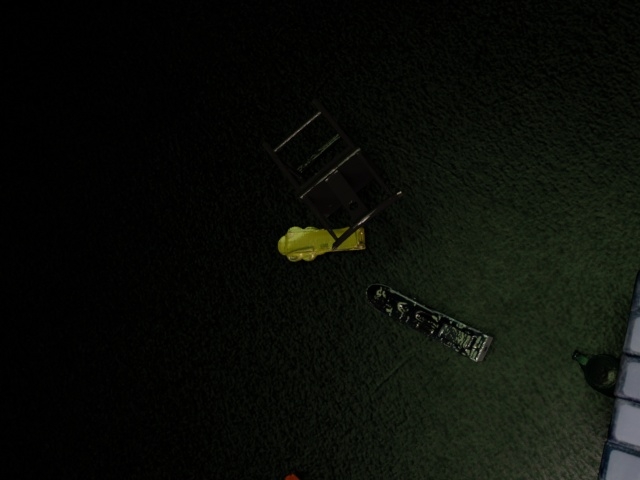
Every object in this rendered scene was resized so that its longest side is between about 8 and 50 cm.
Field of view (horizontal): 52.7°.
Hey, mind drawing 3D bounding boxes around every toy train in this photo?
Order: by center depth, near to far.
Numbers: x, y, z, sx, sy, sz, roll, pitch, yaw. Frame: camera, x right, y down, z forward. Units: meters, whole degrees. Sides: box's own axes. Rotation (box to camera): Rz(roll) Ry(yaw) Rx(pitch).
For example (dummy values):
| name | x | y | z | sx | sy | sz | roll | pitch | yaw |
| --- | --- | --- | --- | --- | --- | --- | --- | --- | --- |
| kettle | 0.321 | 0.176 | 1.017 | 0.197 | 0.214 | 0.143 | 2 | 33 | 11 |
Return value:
| name | x | y | z | sx | sy | sz | roll | pitch | yaw |
| --- | --- | --- | --- | --- | --- | --- | --- | --- | --- |
| toy train | 0.185 | 0.138 | 1.142 | 0.234 | 0.051 | 0.052 | 25 | 91 | 28 |

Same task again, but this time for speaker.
| name | x | y | z | sx | sy | sz | roll | pitch | yaw |
| --- | --- | --- | --- | --- | --- | --- | --- | --- | --- |
| speaker | 0.436 | 0.209 | 1.012 | 0.095 | 0.075 | 0.060 | 5 | 73 | 48 |

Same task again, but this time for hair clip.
| name | x | y | z | sx | sy | sz | roll | pitch | yaw |
| --- | --- | --- | --- | --- | --- | --- | --- | --- | --- |
| hair clip | 0.000 | 0.000 | 1.246 | 0.173 | 0.046 | 0.072 | -10 | 67 | 20 |

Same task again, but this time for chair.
| name | x | y | z | sx | sy | sz | roll | pitch | yaw |
| --- | --- | --- | --- | --- | --- | --- | --- | --- | --- |
| chair | 0.033 | -0.114 | 1.199 | 0.155 | 0.141 | 0.260 | -40 | 66 | 10 |

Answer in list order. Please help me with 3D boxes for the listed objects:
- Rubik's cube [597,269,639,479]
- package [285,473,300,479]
| name | x | y | z | sx | sy | sz | roll | pitch | yaw |
| --- | --- | --- | --- | --- | --- | --- | --- | --- | --- |
| Rubik's cube | 0.556 | 0.210 | 0.810 | 0.287 | 0.293 | 0.291 | 10 | 86 | 41 |
| package | -0.007 | 0.579 | 1.113 | 0.288 | 0.108 | 0.223 | 30 | 91 | 27 |
